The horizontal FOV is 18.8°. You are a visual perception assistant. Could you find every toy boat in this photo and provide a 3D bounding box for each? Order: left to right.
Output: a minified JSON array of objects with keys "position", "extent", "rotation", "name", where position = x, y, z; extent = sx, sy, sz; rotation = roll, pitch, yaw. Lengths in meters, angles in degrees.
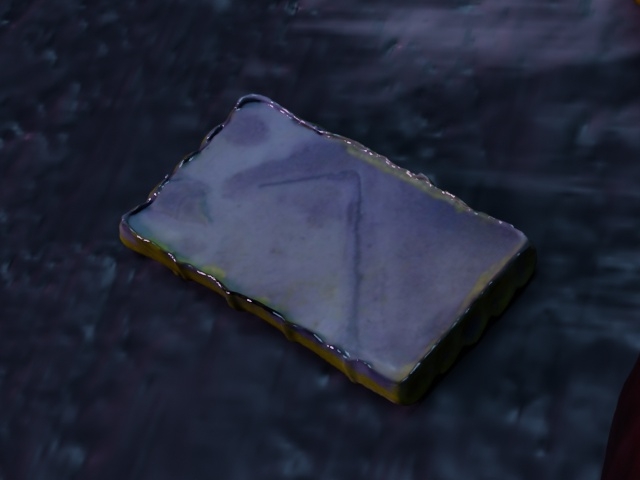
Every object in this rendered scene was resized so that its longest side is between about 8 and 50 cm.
[{"position":[0.000,0.000,0.550],"extent":[0.115,0.016,0.063],"rotation":[30,65,34],"name":"toy boat"}]

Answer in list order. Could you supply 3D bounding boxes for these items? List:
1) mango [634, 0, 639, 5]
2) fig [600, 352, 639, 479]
[{"position":[0.152,-0.087,0.524],"extent":[0.111,0.089,0.163],"rotation":[-35,41,-9],"name":"mango"},{"position":[0.162,0.050,0.343],"extent":[0.235,0.214,0.235],"rotation":[-23,52,34],"name":"fig"}]
